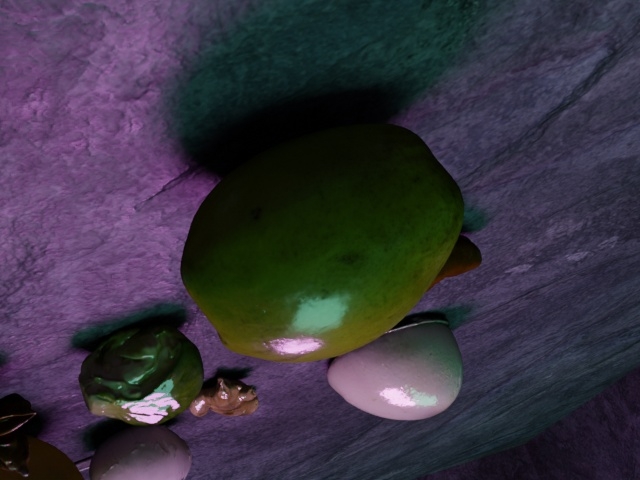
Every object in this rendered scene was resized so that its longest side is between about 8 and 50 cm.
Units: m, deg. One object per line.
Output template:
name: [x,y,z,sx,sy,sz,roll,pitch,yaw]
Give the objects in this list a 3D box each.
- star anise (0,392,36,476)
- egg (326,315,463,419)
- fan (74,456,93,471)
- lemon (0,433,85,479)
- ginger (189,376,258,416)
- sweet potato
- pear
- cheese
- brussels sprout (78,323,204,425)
star anise: [-0.504,0.257,1.267,0.212,0.111,0.196,7,137,10]
egg: [0.160,0.290,1.800,0.286,0.174,0.264,-26,152,19]
fan: [-0.556,0.490,1.827,0.282,0.023,0.057,-18,155,-4]
lemon: [-0.543,0.480,1.476,0.336,0.336,0.336,-17,156,-8]
ginger: [-0.169,0.307,1.706,0.133,0.059,0.214,-27,154,24]
sweet potato: [0.125,0.033,1.311,0.359,0.112,0.112,-2,150,-30]
pear: [0.000,0.000,0.972,0.307,0.253,0.253,-36,156,-4]
cheese: [-0.355,0.437,1.709,0.198,0.154,0.189,-21,176,-9]
brussels sprout: [-0.265,0.209,1.329,0.183,0.131,0.145,-25,151,-2]
